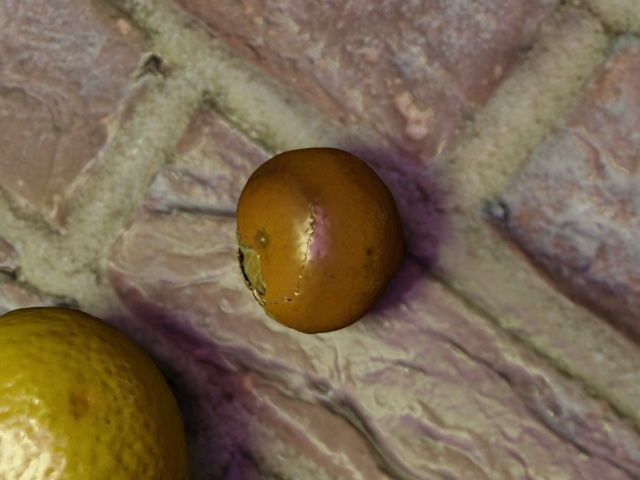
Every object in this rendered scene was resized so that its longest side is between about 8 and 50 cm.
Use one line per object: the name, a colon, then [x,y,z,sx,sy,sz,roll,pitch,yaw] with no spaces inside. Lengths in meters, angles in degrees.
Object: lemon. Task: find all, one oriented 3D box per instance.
lemon: [-0.220,0.180,0.980,0.228,0.228,0.253,-43,82,8]

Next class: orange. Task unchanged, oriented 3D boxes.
orange: [0.000,0.000,0.990,0.156,0.134,0.156,-10,78,57]
